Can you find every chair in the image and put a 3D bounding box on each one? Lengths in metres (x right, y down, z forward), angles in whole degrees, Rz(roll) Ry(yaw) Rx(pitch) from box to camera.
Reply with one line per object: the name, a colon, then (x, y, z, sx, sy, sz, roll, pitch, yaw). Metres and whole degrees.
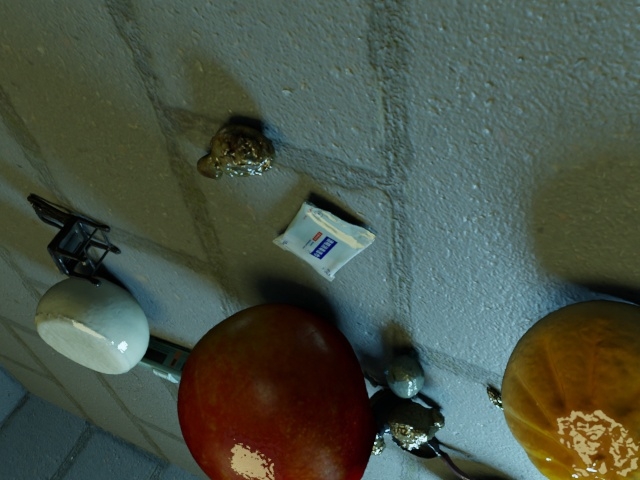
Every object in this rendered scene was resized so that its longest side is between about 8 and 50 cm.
chair: (-0.562, -0.002, 1.709, 0.229, 0.113, 0.106, 18, 147, 16)

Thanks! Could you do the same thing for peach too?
peach: (-0.073, 0.319, 1.464, 0.389, 0.388, 0.388, 23, 151, 14)

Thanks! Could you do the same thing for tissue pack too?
tissue pack: (0.000, 0.000, 1.254, 0.123, 0.026, 0.193, 33, 152, -5)

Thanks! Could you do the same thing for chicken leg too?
chicken leg: (-0.134, -0.125, 1.158, 0.085, 0.068, 0.198, 18, 166, -28)

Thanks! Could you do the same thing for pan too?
pan: (0.253, 0.467, 1.737, 0.212, 0.040, 0.114, 27, 151, 22)

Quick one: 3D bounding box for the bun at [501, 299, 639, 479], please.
bun: (0.375, 0.233, 1.024, 0.299, 0.165, 0.298, 15, 121, 26)

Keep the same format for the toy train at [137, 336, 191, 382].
toy train: (-0.372, 0.336, 2.082, 0.410, 0.089, 0.086, 14, 152, 27)

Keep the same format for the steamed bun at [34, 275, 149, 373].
steamed bun: (-0.541, 0.190, 1.912, 0.283, 0.177, 0.283, 18, 148, 12)

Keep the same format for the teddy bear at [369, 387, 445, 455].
teddy bear: (0.148, 0.362, 1.588, 0.129, 0.182, 0.251, 64, 156, 6)

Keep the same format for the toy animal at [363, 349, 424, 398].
toy animal: (0.150, 0.265, 1.510, 0.079, 0.070, 0.253, 65, 166, 10)

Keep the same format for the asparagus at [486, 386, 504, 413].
asparagus: (0.370, 0.341, 1.450, 0.022, 0.023, 0.233, -38, 117, 12)
